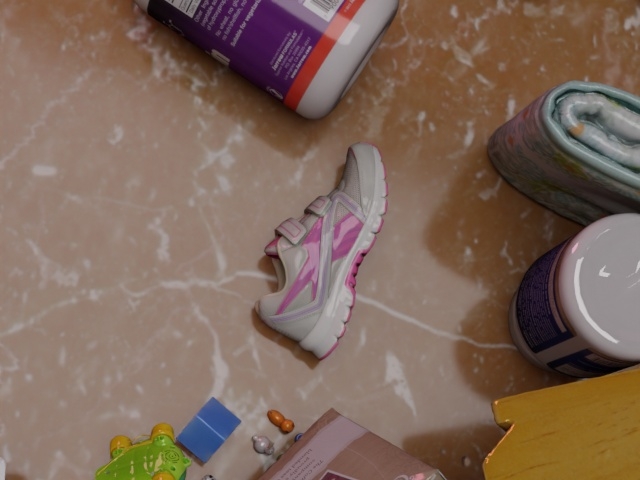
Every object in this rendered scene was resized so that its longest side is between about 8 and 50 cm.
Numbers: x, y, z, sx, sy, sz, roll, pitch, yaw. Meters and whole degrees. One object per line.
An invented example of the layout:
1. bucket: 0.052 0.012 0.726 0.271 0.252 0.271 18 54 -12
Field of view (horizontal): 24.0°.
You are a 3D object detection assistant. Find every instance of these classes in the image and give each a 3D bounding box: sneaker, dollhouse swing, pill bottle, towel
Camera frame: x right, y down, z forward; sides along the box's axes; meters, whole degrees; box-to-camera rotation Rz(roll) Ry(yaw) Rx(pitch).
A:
1. sneaker: 0.000 0.000 1.687 0.111 0.103 0.252 20 76 -5
2. dollhouse swing: 0.347 0.346 1.490 0.315 0.305 0.346 -12 55 3
3. pill bottle: 0.297 0.069 1.629 0.153 0.264 0.153 2 79 -9
4. pill bottle: -0.084 -0.289 1.695 0.323 0.181 0.181 34 76 1
5. towel: 0.372 -0.040 1.634 0.374 0.320 0.090 28 81 -2

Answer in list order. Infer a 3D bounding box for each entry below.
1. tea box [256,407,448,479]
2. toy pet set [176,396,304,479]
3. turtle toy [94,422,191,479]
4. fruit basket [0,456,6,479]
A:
1. tea box: 0.030 0.407 1.488 0.329 0.220 0.323 -43 117 -14
2. toy pet set: -0.089 0.224 1.648 0.114 0.065 0.122 41 76 2
3. turtle toy: -0.197 0.259 1.618 0.130 0.066 0.095 -18 40 10
4. fruit basket: -0.483 0.377 1.490 0.353 0.165 0.327 -1 78 3
